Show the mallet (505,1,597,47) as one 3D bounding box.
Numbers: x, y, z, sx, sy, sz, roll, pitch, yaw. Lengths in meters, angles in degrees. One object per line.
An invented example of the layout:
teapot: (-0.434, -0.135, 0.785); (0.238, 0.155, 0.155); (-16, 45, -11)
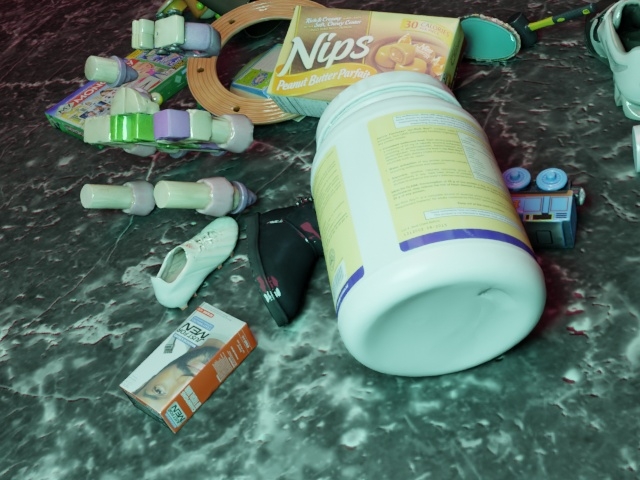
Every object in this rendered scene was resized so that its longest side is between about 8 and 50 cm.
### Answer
mallet: (0.415, -0.382, 1.364); (0.039, 0.062, 0.189); (-53, 30, -18)

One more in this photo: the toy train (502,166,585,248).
toy train: (0.273, -0.044, 1.076); (0.184, 0.080, 0.105); (1, 51, 24)

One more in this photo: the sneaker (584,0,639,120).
sneaker: (0.511, -0.347, 1.260); (0.122, 0.146, 0.331); (-13, 39, 11)

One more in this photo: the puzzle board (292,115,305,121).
puzzle board: (-0.028, -0.281, 1.521); (0.128, 0.011, 0.096); (-40, 42, -22)

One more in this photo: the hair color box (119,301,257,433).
hair color box: (-0.178, 0.169, 1.050); (0.093, 0.053, 0.167); (20, 56, 37)

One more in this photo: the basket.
basket: (-0.203, -0.588, 1.771); (0.226, 0.154, 0.204); (29, 50, 18)

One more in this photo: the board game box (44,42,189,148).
board game box: (-0.437, -0.338, 1.735); (0.213, 0.046, 0.317); (24, 57, 39)

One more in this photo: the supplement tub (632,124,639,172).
supplement tub: (0.499, -0.135, 1.082); (0.107, 0.071, 0.071); (-4, 43, 19)

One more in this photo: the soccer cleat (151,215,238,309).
soccer cleat: (-0.192, 0.021, 1.202); (0.068, 0.076, 0.196); (9, 48, 31)

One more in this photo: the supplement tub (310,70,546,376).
supplement tub: (0.117, -0.026, 0.957); (0.240, 0.241, 0.332); (-16, 52, 7)

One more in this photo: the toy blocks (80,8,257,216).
toy blocks: (-0.225, -0.194, 1.317); (0.288, 0.309, 0.260); (3, 2, 44)

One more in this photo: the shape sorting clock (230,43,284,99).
shape sorting clock: (-0.094, -0.346, 1.597); (0.206, 0.040, 0.206); (-20, 37, 16)

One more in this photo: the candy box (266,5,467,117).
candy box: (0.080, -0.306, 1.362); (0.316, 0.087, 0.183); (12, 77, 25)

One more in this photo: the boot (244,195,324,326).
boot: (0.000, 0.000, 1.128); (0.207, 0.094, 0.247); (-23, 34, 4)

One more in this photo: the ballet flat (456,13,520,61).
ballet flat: (0.270, -0.389, 1.462); (0.240, 0.091, 0.077); (12, 28, 29)

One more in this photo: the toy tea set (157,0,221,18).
toy tea set: (-0.264, -0.660, 1.999); (0.336, 0.124, 0.200); (-51, 19, -27)

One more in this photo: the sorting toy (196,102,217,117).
sorting toy: (-0.222, -0.271, 1.569); (0.061, 0.042, 0.102); (-10, 42, 14)

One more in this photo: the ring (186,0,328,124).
ring: (-0.102, -0.359, 1.537); (0.336, 0.032, 0.337); (-5, 59, 9)
